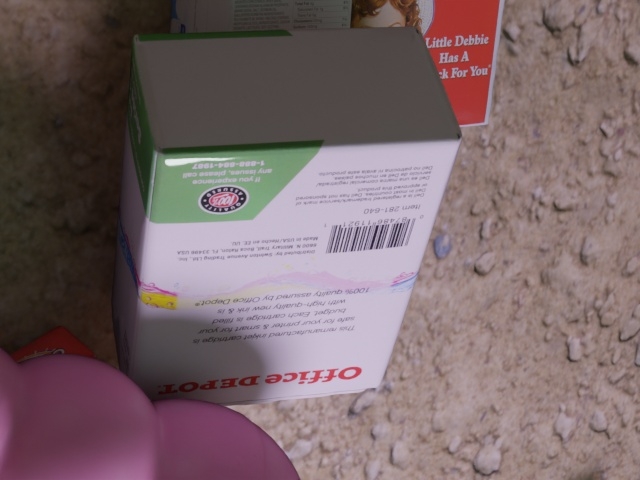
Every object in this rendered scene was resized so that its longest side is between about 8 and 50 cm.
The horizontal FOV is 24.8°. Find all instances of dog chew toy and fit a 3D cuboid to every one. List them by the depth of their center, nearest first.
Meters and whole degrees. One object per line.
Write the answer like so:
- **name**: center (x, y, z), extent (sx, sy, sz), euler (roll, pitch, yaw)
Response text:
- **dog chew toy**: center (-0.167, 0.172, 0.977), extent (0.331, 0.206, 0.207), euler (32, 87, -25)

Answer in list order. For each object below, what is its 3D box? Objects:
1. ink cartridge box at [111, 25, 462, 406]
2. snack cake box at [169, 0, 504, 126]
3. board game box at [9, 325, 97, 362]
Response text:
- **ink cartridge box**: center (-0.038, -0.009, 1.032), extent (0.201, 0.117, 0.278), euler (-4, 140, -16)
- **snack cake box**: center (0.016, -0.161, 1.133), extent (0.264, 0.089, 0.152), euler (-8, 112, -35)
- **board game box**: center (-0.238, 0.259, 1.124), extent (0.242, 0.064, 0.317), euler (-32, 124, -23)
